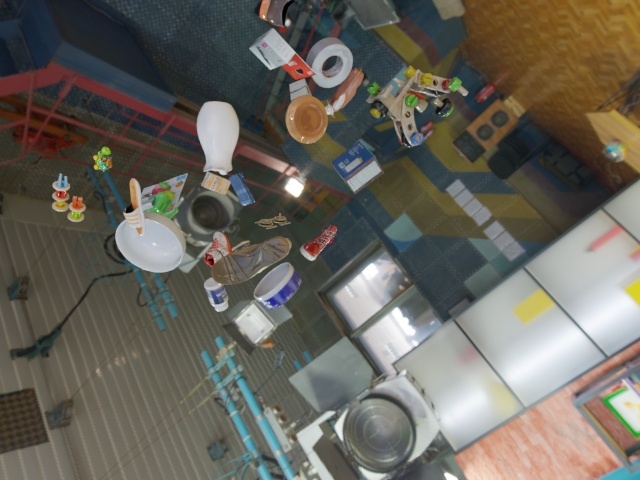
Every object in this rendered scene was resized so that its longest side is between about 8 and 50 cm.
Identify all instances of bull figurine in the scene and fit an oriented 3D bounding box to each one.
[{"bbox_3d":[0.122,-0.800,2.228,0.101,0.310,0.188,39,-162,-16],"label":"bull figurine"}]

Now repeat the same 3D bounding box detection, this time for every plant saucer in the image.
[{"bbox_3d":[-0.051,-0.515,1.742,0.200,0.200,0.037,34,174,-32],"label":"plant saucer"}]

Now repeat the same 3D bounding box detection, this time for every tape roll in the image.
[{"bbox_3d":[0.044,-0.855,1.974,0.219,0.219,0.072,23,-149,-50],"label":"tape roll"}]

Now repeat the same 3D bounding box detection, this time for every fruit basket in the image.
[{"bbox_3d":[-0.949,-0.243,2.366,0.165,0.327,0.353,58,-157,-47],"label":"fruit basket"}]

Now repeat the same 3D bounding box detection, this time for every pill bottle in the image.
[{"bbox_3d":[-0.527,0.277,2.094,0.094,0.094,0.169,-102,2,-57],"label":"pill bottle"}]

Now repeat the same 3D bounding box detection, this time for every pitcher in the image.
[{"bbox_3d":[-0.316,-0.313,1.282,0.125,0.207,0.178,-1,-176,-6],"label":"pitcher"}]

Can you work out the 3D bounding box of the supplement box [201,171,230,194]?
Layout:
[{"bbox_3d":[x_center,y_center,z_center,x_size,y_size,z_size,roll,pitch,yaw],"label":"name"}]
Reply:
[{"bbox_3d":[-0.410,-0.225,1.614,0.098,0.062,0.036,18,-171,-44],"label":"supplement box"}]

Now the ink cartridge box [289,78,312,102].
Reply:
[{"bbox_3d":[-0.080,-0.656,1.972,0.153,0.087,0.208,61,-164,-47],"label":"ink cartridge box"}]

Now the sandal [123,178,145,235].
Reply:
[{"bbox_3d":[-0.856,-0.147,1.852,0.076,0.265,0.102,-17,-155,-41],"label":"sandal"}]

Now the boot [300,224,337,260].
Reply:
[{"bbox_3d":[0.000,0.000,1.962,0.088,0.176,0.244,45,-163,1],"label":"boot"}]

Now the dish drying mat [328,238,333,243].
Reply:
[{"bbox_3d":[0.039,0.009,2.350,0.008,0.083,0.032,51,-140,-32],"label":"dish drying mat"}]

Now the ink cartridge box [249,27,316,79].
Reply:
[{"bbox_3d":[-0.163,-0.747,1.701,0.239,0.060,0.275,40,179,-27],"label":"ink cartridge box"}]

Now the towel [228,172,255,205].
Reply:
[{"bbox_3d":[-0.284,-0.185,1.477,0.029,0.067,0.119,-39,-70,-42],"label":"towel"}]

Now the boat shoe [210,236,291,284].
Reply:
[{"bbox_3d":[-0.271,0.082,1.635,0.110,0.341,0.122,-31,-80,-81],"label":"boat shoe"}]

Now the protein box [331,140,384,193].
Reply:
[{"bbox_3d":[0.204,-0.408,2.277,0.136,0.201,0.200,48,-172,-43],"label":"protein box"}]

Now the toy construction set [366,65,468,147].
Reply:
[{"bbox_3d":[0.272,-0.483,1.346,0.237,0.257,0.309,30,-154,-17],"label":"toy construction set"}]

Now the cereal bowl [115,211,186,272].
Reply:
[{"bbox_3d":[-0.842,-0.009,2.079,0.339,0.339,0.141,39,-150,-20],"label":"cereal bowl"}]

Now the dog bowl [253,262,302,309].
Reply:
[{"bbox_3d":[-0.233,0.248,2.230,0.104,0.265,0.265,50,-163,-19],"label":"dog bowl"}]

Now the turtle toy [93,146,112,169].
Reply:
[{"bbox_3d":[-1.125,-0.424,2.131,0.066,0.130,0.095,11,-158,4],"label":"turtle toy"}]

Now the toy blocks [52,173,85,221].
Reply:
[{"bbox_3d":[-0.893,-0.154,1.454,0.123,0.148,0.054,33,-142,2],"label":"toy blocks"}]

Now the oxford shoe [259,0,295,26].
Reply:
[{"bbox_3d":[-0.107,-0.851,1.353,0.098,0.271,0.097,32,-146,3],"label":"oxford shoe"}]

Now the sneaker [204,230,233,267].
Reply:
[{"bbox_3d":[-0.568,0.046,2.218,0.145,0.090,0.270,-3,-135,-39],"label":"sneaker"}]

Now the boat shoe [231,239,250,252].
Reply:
[{"bbox_3d":[-0.524,0.086,2.576,0.095,0.257,0.095,59,-149,3],"label":"boat shoe"}]

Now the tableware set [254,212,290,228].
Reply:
[{"bbox_3d":[-0.289,-0.124,2.488,0.194,0.039,0.128,-17,-150,-41],"label":"tableware set"}]
